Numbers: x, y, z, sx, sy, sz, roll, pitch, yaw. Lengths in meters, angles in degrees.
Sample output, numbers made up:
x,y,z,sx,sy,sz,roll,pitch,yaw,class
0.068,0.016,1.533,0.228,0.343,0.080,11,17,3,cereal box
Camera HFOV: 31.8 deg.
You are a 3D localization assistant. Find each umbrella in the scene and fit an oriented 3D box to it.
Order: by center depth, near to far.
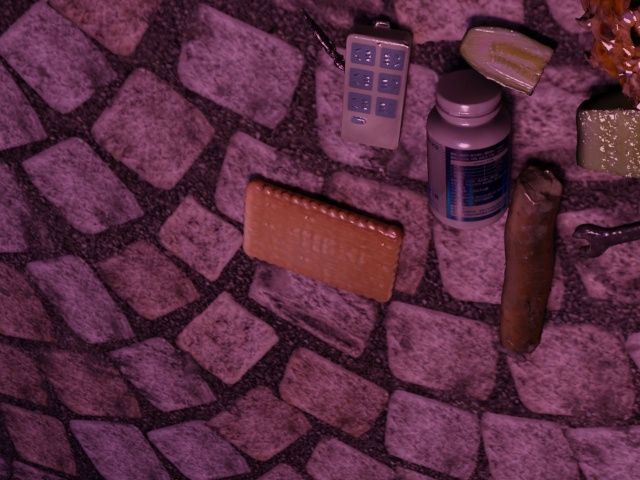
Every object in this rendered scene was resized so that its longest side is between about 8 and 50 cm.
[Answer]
x,y,z,sx,sy,sz,roll,pitch,yaw,class
0.012,-0.250,1.464,0.022,0.013,0.122,4,136,53,umbrella

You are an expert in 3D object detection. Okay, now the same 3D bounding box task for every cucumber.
x,y,z,sx,sy,sz,roll,pitch,yaw,class
0.370,-0.131,1.345,0.116,0.062,0.115,14,134,27,cucumber
0.221,-0.224,1.355,0.107,0.035,0.067,26,107,4,cucumber

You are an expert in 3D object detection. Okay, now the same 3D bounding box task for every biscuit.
x,y,z,sx,sy,sz,roll,pitch,yaw,class
0.000,-0.001,1.692,0.250,0.030,0.160,18,136,12,biscuit

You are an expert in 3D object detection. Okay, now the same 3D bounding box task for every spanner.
x,y,z,sx,sy,sz,roll,pitch,yaw,class
0.442,-0.019,1.445,0.254,0.015,0.054,-15,121,38,spanner

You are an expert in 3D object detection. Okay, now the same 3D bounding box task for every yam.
x,y,z,sx,sy,sz,roll,pitch,yaw,class
0.285,0.033,1.542,0.067,0.071,0.317,51,154,41,yam

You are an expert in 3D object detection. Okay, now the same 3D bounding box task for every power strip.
x,y,z,sx,sy,sz,roll,pitch,yaw,class
0.071,-0.198,1.458,0.081,0.035,0.192,10,135,7,power strip

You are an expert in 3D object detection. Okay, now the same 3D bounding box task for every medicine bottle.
x,y,z,sx,sy,sz,roll,pitch,yaw,class
0.188,-0.116,1.425,0.107,0.107,0.191,11,134,19,medicine bottle

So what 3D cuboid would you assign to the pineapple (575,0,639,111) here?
x,y,z,sx,sy,sz,roll,pitch,yaw,class
0.409,-0.262,1.038,0.352,0.300,0.352,12,138,11,pineapple
